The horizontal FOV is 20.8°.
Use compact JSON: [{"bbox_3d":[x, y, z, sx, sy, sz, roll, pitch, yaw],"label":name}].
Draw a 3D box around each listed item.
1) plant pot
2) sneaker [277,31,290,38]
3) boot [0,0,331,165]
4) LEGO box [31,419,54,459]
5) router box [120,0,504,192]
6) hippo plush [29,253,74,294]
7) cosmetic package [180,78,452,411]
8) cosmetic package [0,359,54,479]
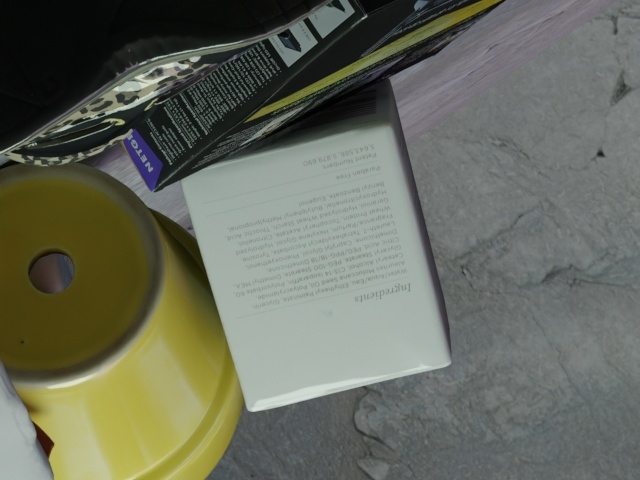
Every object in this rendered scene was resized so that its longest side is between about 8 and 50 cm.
[{"bbox_3d":[-0.181,0.063,1.252,0.254,0.254,0.239,-31,162,-13],"label":"plant pot"},{"bbox_3d":[-0.030,-0.139,0.917,0.098,0.069,0.038,-32,178,10],"label":"sneaker"},{"bbox_3d":[-0.080,-0.107,0.840,0.236,0.085,0.178,-28,180,-2],"label":"boot"},{"bbox_3d":[-0.387,0.290,0.966,0.372,0.193,0.500,-34,-157,22],"label":"LEGO box"},{"bbox_3d":[0.036,-0.162,1.120,0.309,0.081,0.243,-30,177,-43],"label":"router box"},{"bbox_3d":[-0.312,0.115,1.506,0.237,0.234,0.294,-15,-140,1],"label":"hippo plush"},{"bbox_3d":[0.000,0.000,1.252,0.151,0.183,0.151,-13,-164,6],"label":"cosmetic package"},{"bbox_3d":[-0.339,0.118,0.628,0.453,0.161,0.230,-30,165,-12],"label":"cosmetic package"}]
